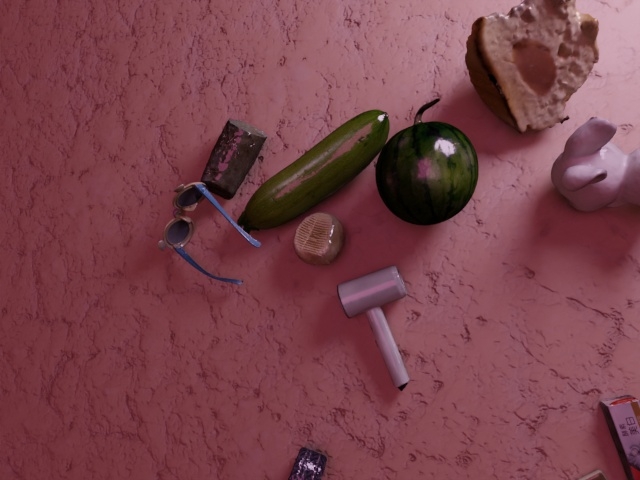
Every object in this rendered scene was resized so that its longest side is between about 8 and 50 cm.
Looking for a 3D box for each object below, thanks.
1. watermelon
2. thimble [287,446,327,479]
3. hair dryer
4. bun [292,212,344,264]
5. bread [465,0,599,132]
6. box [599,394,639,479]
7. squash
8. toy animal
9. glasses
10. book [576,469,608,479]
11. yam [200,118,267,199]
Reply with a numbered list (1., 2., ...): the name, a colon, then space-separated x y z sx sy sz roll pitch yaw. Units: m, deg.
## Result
1. watermelon: 0.192 -0.137 0.812 0.187 0.188 0.215 -15 96 14
2. thimble: -0.031 0.475 0.868 0.066 0.095 0.104 21 55 8
3. hair dryer: 0.131 0.179 0.863 0.131 0.073 0.237 -21 81 12
4. bun: 0.000 0.000 0.919 0.115 0.069 0.115 -12 61 23
5. bread: 0.384 -0.306 0.770 0.183 0.224 0.211 -33 84 16
6. box: 0.543 0.377 0.734 0.055 0.039 0.218 -17 80 13
7. squash: -0.017 -0.133 0.916 0.394 0.107 0.107 -35 76 15
8. toy animal: 0.501 -0.115 0.727 0.192 0.178 0.128 14 86 15
9. glasses: -0.235 -0.011 0.973 0.220 0.088 0.190 32 120 5
10. book: 0.418 0.573 0.760 0.310 0.021 0.217 -35 75 10
11. yam: -0.199 -0.183 0.981 0.107 0.107 0.183 28 94 17
